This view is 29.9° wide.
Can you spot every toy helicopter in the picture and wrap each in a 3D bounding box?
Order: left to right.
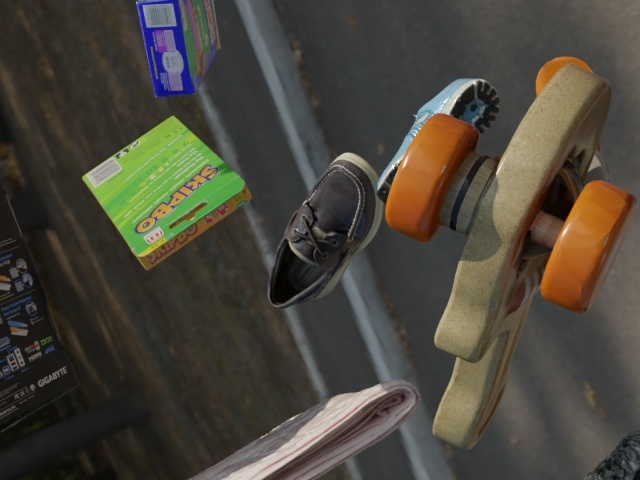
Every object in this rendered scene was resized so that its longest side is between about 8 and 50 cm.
[{"bbox_3d":[0.143,0.021,0.891,0.140,0.235,0.355,24,137,16],"label":"toy helicopter"}]

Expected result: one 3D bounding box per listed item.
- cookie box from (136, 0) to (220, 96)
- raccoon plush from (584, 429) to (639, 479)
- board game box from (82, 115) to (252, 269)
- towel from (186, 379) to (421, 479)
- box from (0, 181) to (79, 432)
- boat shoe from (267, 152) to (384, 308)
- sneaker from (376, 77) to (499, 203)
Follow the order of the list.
[{"bbox_3d":[-0.125,-0.193,1.074,0.107,0.040,0.092,-75,-19,-57],"label":"cookie box"},{"bbox_3d":[0.478,0.336,1.230,0.299,0.216,0.446,53,158,-26],"label":"raccoon plush"},{"bbox_3d":[-0.159,-0.052,1.219,0.039,0.124,0.259,59,172,-26],"label":"board game box"},{"bbox_3d":[-0.077,0.252,1.294,0.053,0.316,0.332,62,159,3],"label":"towel"},{"bbox_3d":[-0.413,0.076,1.261,0.295,0.073,0.293,-31,-80,-60],"label":"box"},{"bbox_3d":[0.000,0.000,1.626,0.103,0.092,0.285,42,139,11],"label":"boat shoe"},{"bbox_3d":[0.117,-0.102,1.240,0.063,0.162,0.073,39,-173,-26],"label":"sneaker"}]
